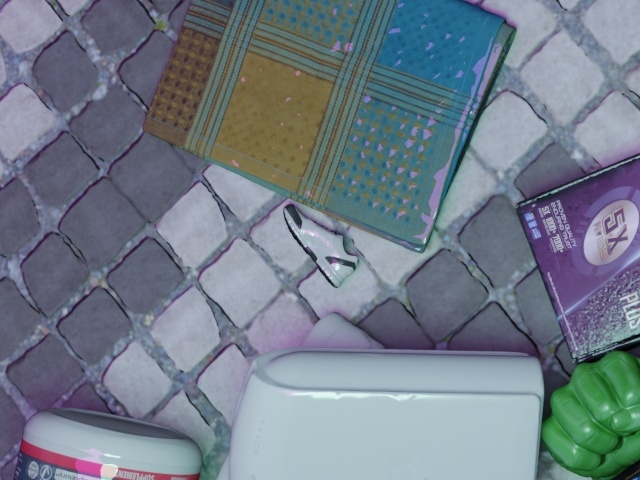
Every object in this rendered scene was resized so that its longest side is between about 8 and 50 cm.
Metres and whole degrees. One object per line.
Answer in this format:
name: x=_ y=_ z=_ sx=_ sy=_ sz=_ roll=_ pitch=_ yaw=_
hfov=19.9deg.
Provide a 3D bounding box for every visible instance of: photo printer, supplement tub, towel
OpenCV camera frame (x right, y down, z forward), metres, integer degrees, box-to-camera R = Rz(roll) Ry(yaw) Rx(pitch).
photo printer: x=0.062 y=0.229 z=1.825 sx=0.307 sy=0.107 sz=0.256 roll=2 pitch=116 yaw=0
supplement tub: x=-0.238 y=0.323 z=1.897 sx=0.191 sy=0.191 sz=0.272 roll=11 pitch=90 yaw=19
towel: x=0.005 y=-0.176 z=2.010 sx=0.370 sy=0.040 sz=0.271 roll=23 pitch=93 yaw=21

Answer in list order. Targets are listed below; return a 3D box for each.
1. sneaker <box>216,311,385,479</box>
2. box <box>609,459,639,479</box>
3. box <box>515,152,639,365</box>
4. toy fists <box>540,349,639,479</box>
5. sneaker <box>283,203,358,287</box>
sneaker: x=0.003 y=0.242 z=1.942 sx=0.169 sy=0.108 sz=0.292 roll=32 pitch=95 yaw=21
box: x=0.397 y=0.332 z=1.763 sx=0.293 sy=0.073 sz=0.295 roll=-37 pitch=100 yaw=11
box: x=0.303 y=0.021 z=1.870 sx=0.147 sy=0.077 sz=0.180 roll=-22 pitch=79 yaw=16
toy fists: x=0.349 y=0.149 z=1.797 sx=0.279 sy=0.142 sz=0.096 roll=-29 pitch=41 yaw=16
sneaker: x=0.000 y=0.000 z=2.002 sx=0.044 sy=0.040 sz=0.109 roll=-38 pitch=78 yaw=-4
